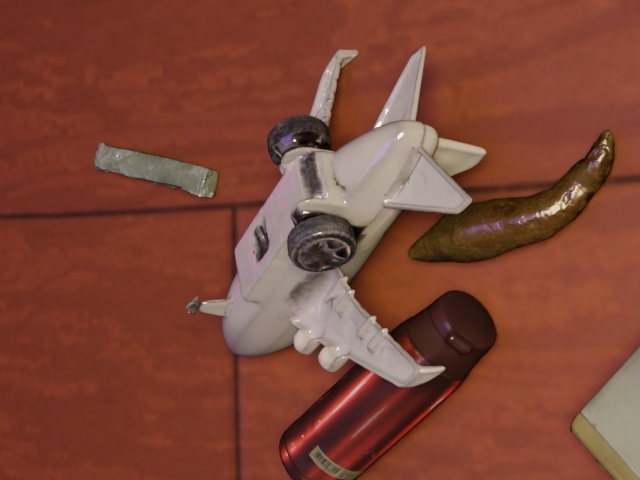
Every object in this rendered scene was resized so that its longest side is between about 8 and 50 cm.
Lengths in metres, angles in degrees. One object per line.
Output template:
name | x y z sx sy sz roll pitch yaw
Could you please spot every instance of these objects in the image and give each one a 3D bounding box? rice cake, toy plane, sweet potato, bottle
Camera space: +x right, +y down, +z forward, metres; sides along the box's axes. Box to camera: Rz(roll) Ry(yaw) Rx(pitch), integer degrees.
rice cake | -0.125 -0.053 0.938 0.121 0.022 0.022 15 90 37
toy plane | -0.004 -0.001 0.785 0.255 0.101 0.251 -45 43 39
sweet potato | 0.114 -0.014 0.746 0.153 0.038 0.041 -28 88 32
bottle | 0.043 0.096 0.792 0.164 0.060 0.060 -46 64 28

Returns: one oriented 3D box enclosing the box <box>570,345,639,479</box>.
box | 0.277 0.125 0.618 0.270 0.045 0.210 48 117 27
